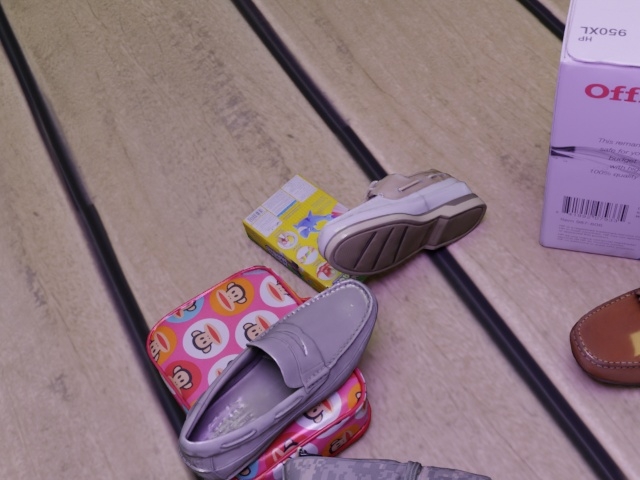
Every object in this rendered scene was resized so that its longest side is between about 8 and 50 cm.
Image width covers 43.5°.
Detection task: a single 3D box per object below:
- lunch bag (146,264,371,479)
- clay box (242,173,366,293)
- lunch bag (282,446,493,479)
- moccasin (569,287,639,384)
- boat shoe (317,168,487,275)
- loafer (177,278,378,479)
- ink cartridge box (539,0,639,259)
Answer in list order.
[{"bbox_3d":[-0.071,0.176,1.107,0.258,0.120,0.293,-33,57,-11],"label":"lunch bag"},{"bbox_3d":[0.000,0.000,1.247,0.127,0.053,0.222,-42,60,-19],"label":"clay box"},{"bbox_3d":[0.055,0.392,0.883,0.256,0.212,0.305,7,59,11],"label":"lunch bag"},{"bbox_3d":[0.511,0.089,1.029,0.380,0.147,0.139,-11,56,4],"label":"moccasin"},{"bbox_3d":[0.105,-0.033,1.164,0.302,0.113,0.103,-13,52,-40],"label":"boat shoe"},{"bbox_3d":[-0.044,0.158,0.982,0.112,0.111,0.319,33,65,24],"label":"loafer"},{"bbox_3d":[0.450,-0.140,1.042,0.286,0.395,0.166,9,60,16],"label":"ink cartridge box"}]
